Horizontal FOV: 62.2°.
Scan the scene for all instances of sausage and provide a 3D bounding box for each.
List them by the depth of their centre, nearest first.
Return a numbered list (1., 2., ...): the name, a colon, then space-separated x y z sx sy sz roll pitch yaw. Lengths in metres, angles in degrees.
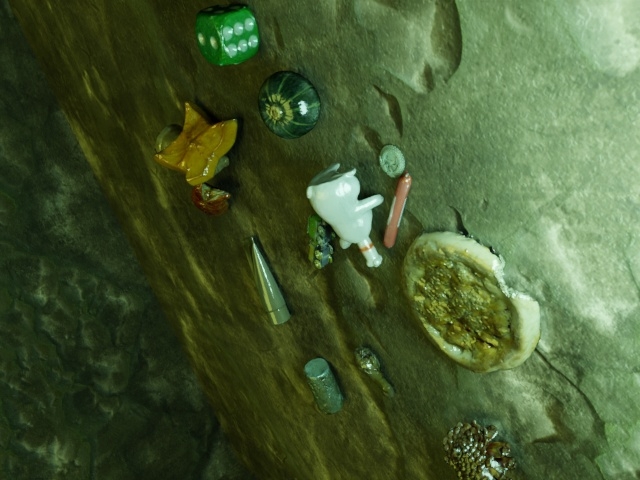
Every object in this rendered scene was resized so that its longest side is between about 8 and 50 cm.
1. sausage: 0.184 -0.068 1.284 0.034 0.034 0.253 40 145 26

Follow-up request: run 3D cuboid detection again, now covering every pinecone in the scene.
1. pinecone: 0.426 0.575 1.402 0.179 0.150 0.195 -19 102 58

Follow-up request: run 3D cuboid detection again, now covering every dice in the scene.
1. dice: -0.239 -0.533 1.370 0.120 0.128 0.131 25 135 39

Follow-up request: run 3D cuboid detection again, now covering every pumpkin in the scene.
1. pumpkin: -0.078 -0.338 1.319 0.167 0.125 0.167 34 143 30
2. pumpkin: -0.398 -0.313 1.726 0.290 0.095 0.258 32 98 36

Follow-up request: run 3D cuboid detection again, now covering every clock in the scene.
1. clock: 0.166 -0.184 1.228 0.074 0.010 0.083 46 146 19

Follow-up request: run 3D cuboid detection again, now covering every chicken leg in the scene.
1. chicken leg: 0.174 0.431 1.710 0.198 0.069 0.085 55 151 -8

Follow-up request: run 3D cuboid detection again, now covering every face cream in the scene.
1. face cream: -0.212 0.150 1.994 0.137 0.084 0.341 -13 99 67

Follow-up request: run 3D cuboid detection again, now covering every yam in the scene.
1. yam: 0.011 0.548 2.001 0.107 0.107 0.194 2 117 54

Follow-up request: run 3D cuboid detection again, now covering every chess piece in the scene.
1. chess piece: -0.451 -0.297 1.865 0.301 0.137 0.137 35 142 34

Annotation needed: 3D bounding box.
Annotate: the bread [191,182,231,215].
1. bread: -0.397 -0.147 1.904 0.139 0.095 0.269 18 173 -9

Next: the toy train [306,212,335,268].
1. toy train: 0.000 0.000 1.577 0.081 0.060 0.202 46 148 32

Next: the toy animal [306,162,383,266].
1. toy animal: 0.080 -0.069 1.353 0.282 0.138 0.140 50 164 -32

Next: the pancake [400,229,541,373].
1. pancake: 0.331 0.141 1.230 0.382 0.071 0.382 35 143 32
